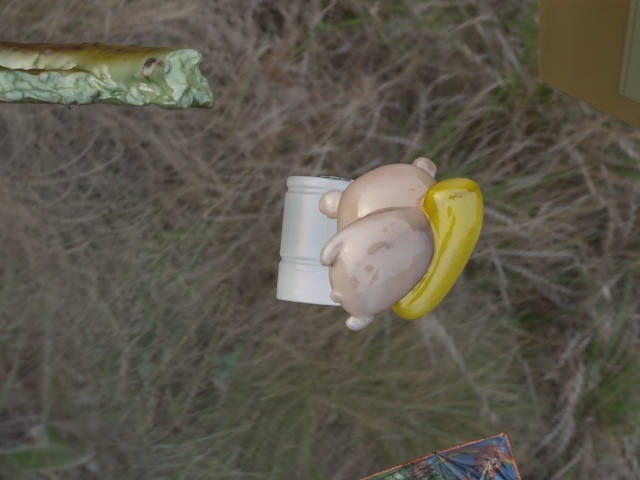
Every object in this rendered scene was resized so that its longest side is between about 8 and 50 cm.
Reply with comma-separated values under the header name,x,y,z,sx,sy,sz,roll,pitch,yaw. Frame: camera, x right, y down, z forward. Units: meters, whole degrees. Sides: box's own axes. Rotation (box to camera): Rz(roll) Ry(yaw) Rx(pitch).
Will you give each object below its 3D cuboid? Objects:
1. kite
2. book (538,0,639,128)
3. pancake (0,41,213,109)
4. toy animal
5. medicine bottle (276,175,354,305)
name,x,y,z,sx,sy,sz,roll,pitch,yaw
kite,0.119,0.231,1.184,0.190,0.010,0.159,27,73,17
book,0.278,-0.137,1.012,0.269,0.389,0.032,26,82,13
pancake,-0.258,-0.119,0.938,0.376,0.197,0.054,2,98,-3
toy animal,0.036,0.001,0.835,0.114,0.091,0.082,-31,53,-27
medicine bottle,0.000,0.000,1.000,0.057,0.057,0.089,6,89,-27
